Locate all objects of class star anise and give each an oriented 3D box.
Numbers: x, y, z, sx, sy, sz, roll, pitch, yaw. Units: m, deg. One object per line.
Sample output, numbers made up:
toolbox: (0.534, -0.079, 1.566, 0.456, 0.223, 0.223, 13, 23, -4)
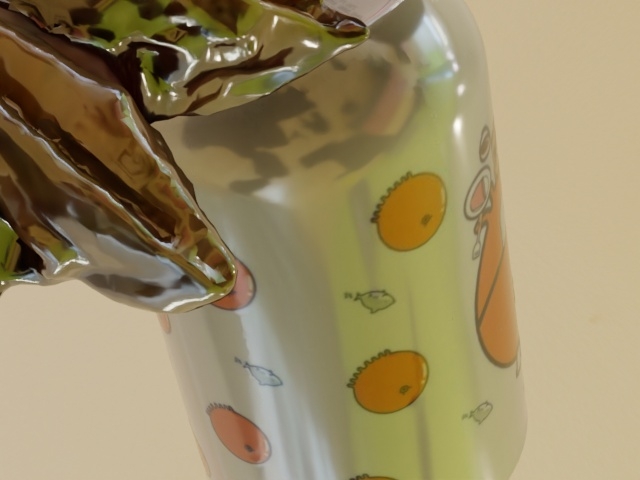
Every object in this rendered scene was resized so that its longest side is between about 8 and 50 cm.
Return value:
star anise: (-0.149, -0.065, 0.371, 0.315, 0.108, 0.315, 1, -109, -3)

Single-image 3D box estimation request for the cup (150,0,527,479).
cup: (0.000, 0.000, 0.665, 0.212, 0.212, 0.317, -8, -52, 6)
